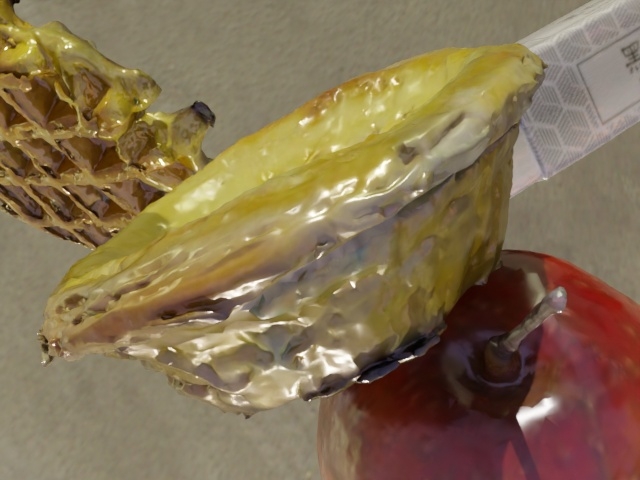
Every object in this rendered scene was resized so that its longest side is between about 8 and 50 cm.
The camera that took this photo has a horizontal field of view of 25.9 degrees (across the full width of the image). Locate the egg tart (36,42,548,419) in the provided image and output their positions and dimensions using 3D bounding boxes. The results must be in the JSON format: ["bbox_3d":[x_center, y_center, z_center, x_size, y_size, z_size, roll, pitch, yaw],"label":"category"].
[{"bbox_3d":[0.000,0.000,0.746,0.315,0.315,0.120,-26,102,17],"label":"egg tart"}]

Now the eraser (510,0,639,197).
[{"bbox_3d":[0.218,-0.138,1.138,0.096,0.404,0.098,-9,110,59],"label":"eraser"}]

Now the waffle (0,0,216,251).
[{"bbox_3d":[-0.255,-0.100,1.257,0.380,0.382,0.095,26,68,13],"label":"waffle"}]

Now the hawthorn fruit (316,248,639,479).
[{"bbox_3d":[0.106,0.108,0.830,0.235,0.231,0.263,-6,111,34],"label":"hawthorn fruit"}]
